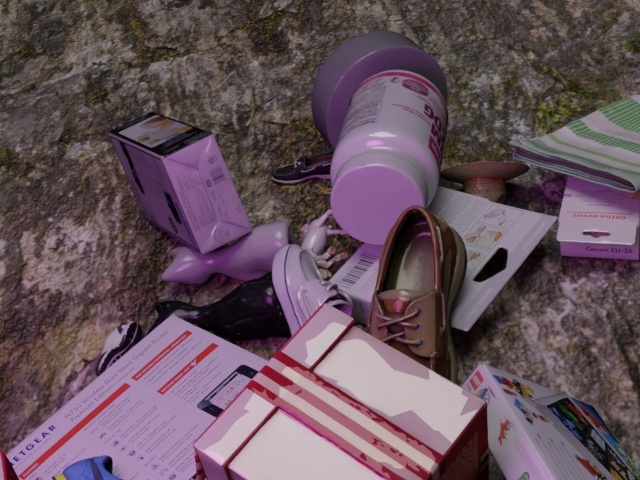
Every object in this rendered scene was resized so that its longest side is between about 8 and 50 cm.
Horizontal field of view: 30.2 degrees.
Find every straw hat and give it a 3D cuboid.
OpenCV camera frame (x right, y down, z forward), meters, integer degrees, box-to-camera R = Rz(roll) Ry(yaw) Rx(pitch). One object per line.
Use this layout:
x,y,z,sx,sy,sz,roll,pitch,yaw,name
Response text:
0.253,-0.077,1.829,0.144,0.144,0.061,-5,79,9,straw hat

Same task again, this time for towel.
0.480,-0.155,1.807,0.324,0.038,0.247,-20,29,-35,towel

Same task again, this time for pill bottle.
0.102,-0.125,1.764,0.160,0.160,0.283,-2,33,13,pill bottle

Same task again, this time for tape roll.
0.096,-0.229,1.944,0.219,0.219,0.072,-22,37,-12,tape roll

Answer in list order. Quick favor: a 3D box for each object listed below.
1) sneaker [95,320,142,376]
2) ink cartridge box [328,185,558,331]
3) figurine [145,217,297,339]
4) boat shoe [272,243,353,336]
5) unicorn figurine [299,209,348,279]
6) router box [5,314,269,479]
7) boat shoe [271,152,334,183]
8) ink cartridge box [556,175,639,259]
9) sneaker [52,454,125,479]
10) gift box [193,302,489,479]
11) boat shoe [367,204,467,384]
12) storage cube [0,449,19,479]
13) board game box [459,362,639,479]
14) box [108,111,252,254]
-0.297,0.161,1.710,0.043,0.040,0.109,-10,30,30,sneaker
0.178,0.034,1.714,0.238,0.060,0.275,18,47,33,ink cartridge box
-0.144,0.064,1.751,0.209,0.092,0.215,-9,36,11,figurine
0.006,0.101,1.611,0.084,0.095,0.258,-35,53,24,boat shoe
0.000,0.000,1.766,0.111,0.060,0.162,-20,24,42,unicorn figurine
-0.191,0.266,1.500,0.301,0.082,0.335,22,49,37,router box
-0.023,-0.124,1.991,0.125,0.038,0.046,-4,38,11,boat shoe
0.412,-0.034,1.730,0.115,0.067,0.198,3,38,19,ink cartridge box
-0.227,0.312,1.327,0.082,0.069,0.209,-25,39,-20,sneaker
0.015,0.266,1.313,0.258,0.276,0.255,30,55,27,gift box
0.109,0.103,1.529,0.122,0.120,0.324,-5,59,24,boat shoe
-0.398,0.384,1.318,0.214,0.193,0.184,-20,38,-9,storage cube
0.287,0.270,1.291,0.193,0.053,0.305,23,23,-30,board game box
-0.224,-0.094,1.845,0.087,0.169,0.290,-28,23,-17,box
